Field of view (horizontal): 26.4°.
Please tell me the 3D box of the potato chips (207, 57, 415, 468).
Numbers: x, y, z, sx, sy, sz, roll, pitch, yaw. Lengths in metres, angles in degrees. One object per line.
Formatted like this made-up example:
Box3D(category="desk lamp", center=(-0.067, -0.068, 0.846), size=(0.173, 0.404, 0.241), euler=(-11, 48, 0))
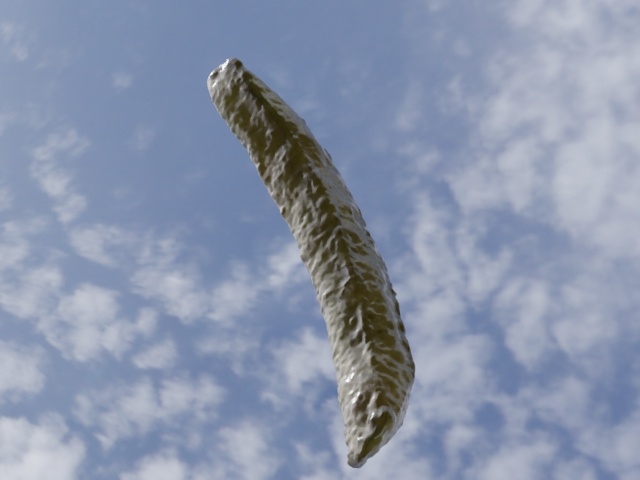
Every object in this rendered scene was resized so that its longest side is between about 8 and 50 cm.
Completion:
Box3D(category="potato chips", center=(0.000, 0.000, 1.111), size=(0.080, 0.057, 0.407), euler=(8, -135, -37))
